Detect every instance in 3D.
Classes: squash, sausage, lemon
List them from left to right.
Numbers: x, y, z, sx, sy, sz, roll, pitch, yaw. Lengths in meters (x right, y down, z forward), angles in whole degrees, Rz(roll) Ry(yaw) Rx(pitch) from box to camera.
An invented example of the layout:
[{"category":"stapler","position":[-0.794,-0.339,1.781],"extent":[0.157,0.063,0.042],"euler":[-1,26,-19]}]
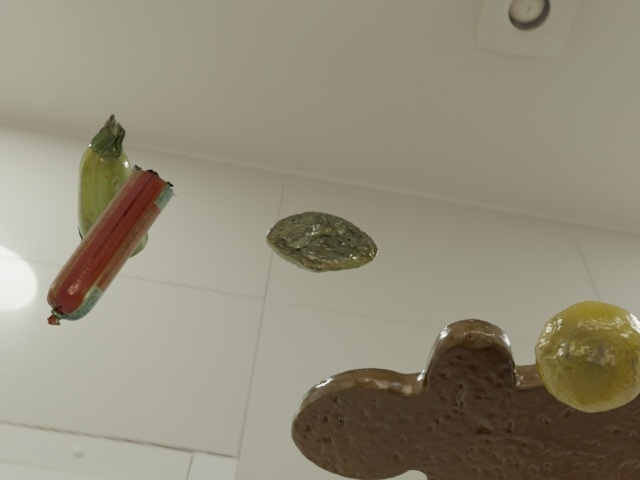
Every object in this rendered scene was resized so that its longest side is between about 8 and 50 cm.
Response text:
[{"category":"squash","position":[-0.407,-0.105,1.355],"extent":[0.137,0.137,0.288],"euler":[2,-47,2]},{"category":"sausage","position":[-0.314,0.012,1.064],"extent":[0.083,0.264,0.083],"euler":[27,-20,11]},{"category":"lemon","position":[0.200,0.085,0.535],"extent":[0.082,0.082,0.110],"euler":[-34,-19,25]}]

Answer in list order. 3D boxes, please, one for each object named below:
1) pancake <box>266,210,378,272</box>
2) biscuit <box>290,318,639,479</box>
[{"category":"pancake","position":[-0.001,0.000,0.676],"extent":[0.107,0.108,0.017],"euler":[7,-63,-2]},{"category":"biscuit","position":[0.183,0.186,0.770],"extent":[0.431,0.064,0.283],"euler":[-2,-55,9]}]
